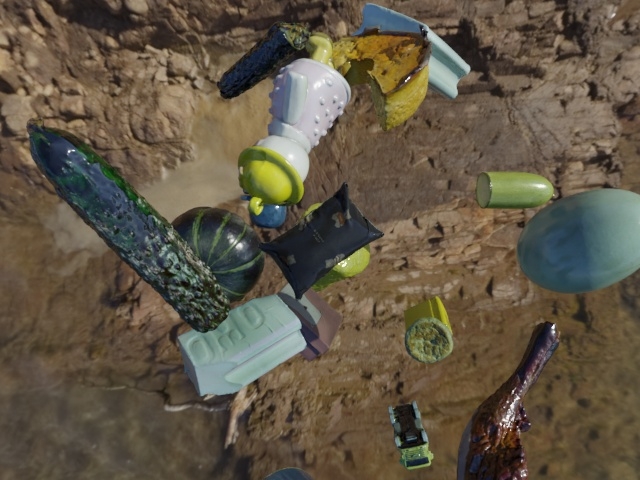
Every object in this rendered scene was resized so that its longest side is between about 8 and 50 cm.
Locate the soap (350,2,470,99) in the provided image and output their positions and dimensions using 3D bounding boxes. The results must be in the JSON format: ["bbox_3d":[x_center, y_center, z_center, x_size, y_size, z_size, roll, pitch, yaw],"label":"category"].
[{"bbox_3d":[0.199,-0.394,0.904,0.159,0.265,0.088,37,114,27],"label":"soap"}]

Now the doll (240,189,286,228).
[{"bbox_3d":[-0.090,-0.058,0.693,0.076,0.050,0.083,-11,117,-12],"label":"doll"}]

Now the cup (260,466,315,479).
[{"bbox_3d":[-0.024,0.355,0.446,0.176,0.155,0.131,-23,109,-37],"label":"cup"}]

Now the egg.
[{"bbox_3d":[0.457,0.002,0.739,0.231,0.168,0.168,-39,80,44],"label":"egg"}]

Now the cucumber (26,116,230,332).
[{"bbox_3d":[-0.183,0.000,0.441,0.067,0.294,0.068,-12,47,13],"label":"cucumber"}]

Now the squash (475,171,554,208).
[{"bbox_3d":[0.682,-0.175,1.470,0.246,0.132,0.133,0,85,-1],"label":"squash"}]

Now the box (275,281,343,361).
[{"bbox_3d":[-0.051,0.229,1.281,0.215,0.215,0.086,44,109,0],"label":"box"}]

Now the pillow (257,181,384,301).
[{"bbox_3d":[0.000,0.000,0.569,0.150,0.048,0.090,-38,69,2],"label":"pillow"}]

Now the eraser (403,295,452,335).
[{"bbox_3d":[0.403,0.314,1.603,0.158,0.226,0.069,-27,106,17],"label":"eraser"}]

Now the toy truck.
[{"bbox_3d":[0.210,0.457,0.989,0.077,0.169,0.100,-15,102,4],"label":"toy truck"}]

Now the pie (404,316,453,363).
[{"bbox_3d":[0.180,0.168,0.713,0.084,0.021,0.084,2,104,9],"label":"pie"}]

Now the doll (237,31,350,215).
[{"bbox_3d":[-0.027,-0.117,0.445,0.081,0.129,0.207,20,73,9],"label":"doll"}]

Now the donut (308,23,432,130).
[{"bbox_3d":[0.060,-0.206,0.535,0.181,0.078,0.146,14,59,36],"label":"donut"}]

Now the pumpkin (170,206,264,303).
[{"bbox_3d":[-0.333,0.051,1.318,0.323,0.241,0.323,3,116,7],"label":"pumpkin"}]

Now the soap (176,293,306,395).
[{"bbox_3d":[-0.164,0.208,0.849,0.230,0.145,0.091,-27,126,-22],"label":"soap"}]

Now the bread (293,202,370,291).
[{"bbox_3d":[0.013,0.041,1.803,0.348,0.348,0.308,54,133,8],"label":"bread"}]

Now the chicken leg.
[{"bbox_3d":[0.287,0.301,0.664,0.095,0.158,0.407,33,59,7],"label":"chicken leg"}]

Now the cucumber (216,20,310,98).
[{"bbox_3d":[-0.094,-0.268,0.646,0.181,0.053,0.053,-26,82,34],"label":"cucumber"}]
